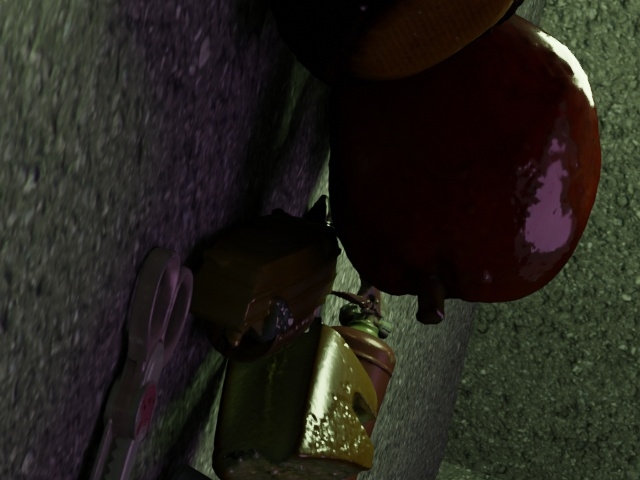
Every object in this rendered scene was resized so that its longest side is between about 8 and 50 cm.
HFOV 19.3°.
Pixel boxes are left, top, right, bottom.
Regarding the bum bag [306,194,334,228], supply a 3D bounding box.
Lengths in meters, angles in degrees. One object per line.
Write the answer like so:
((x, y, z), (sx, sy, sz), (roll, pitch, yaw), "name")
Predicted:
((0.001, 0.000, 2.056), (0.124, 0.034, 0.058), (88, 7, -63), "bum bag")

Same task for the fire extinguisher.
((0.011, 0.187, 2.267), (0.147, 0.106, 0.337), (40, 63, -52), "fire extinguisher")

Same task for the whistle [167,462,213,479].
((-0.104, 0.264, 1.592), (0.289, 0.163, 0.163), (-62, 165, -58), "whistle")

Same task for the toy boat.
((-0.050, 0.047, 1.699), (0.310, 0.089, 0.115), (-37, 145, -74), "toy boat")

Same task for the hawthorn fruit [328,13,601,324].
((0.127, -0.058, 1.724), (0.265, 0.265, 0.307), (88, 7, -61), "hawthorn fruit")

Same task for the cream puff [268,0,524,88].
((0.062, -0.233, 1.537), (0.239, 0.165, 0.239), (-26, 163, -8), "cream puff")

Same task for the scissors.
((-0.147, 0.126, 1.466), (0.118, 0.030, 0.242), (69, 36, -72), "scissors")

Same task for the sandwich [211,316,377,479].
((-0.028, 0.180, 1.746), (0.128, 0.122, 0.235), (57, 19, -19), "sandwich")
